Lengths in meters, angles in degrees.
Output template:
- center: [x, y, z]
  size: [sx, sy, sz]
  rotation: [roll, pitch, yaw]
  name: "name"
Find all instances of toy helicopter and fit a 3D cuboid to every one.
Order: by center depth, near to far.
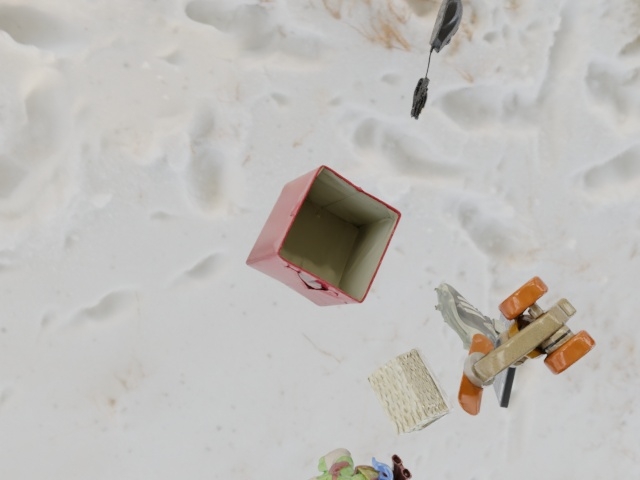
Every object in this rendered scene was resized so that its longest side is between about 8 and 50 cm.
- center: [0.341, 0.181, 1.385]
  size: [0.235, 0.140, 0.355]
  rotation: [-43, 166, 16]
  name: "toy helicopter"

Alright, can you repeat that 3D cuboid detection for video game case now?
- center: [0.495, 0.310, 2.160]
  size: [0.026, 0.274, 0.196]
  rotation: [10, 100, 5]
  name: "video game case"

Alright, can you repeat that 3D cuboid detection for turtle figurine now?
- center: [0.038, 0.476, 1.378]
  size: [0.198, 0.266, 0.274]
  rotation: [12, 88, -1]
  name: "turtle figurine"

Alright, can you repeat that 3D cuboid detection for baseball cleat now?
- center: [0.326, 0.170, 1.723]
  size: [0.109, 0.206, 0.072]
  rotation: [-5, 136, -22]
  name: "baseball cleat"

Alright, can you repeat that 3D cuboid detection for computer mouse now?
- center: [0.211, -0.328, 1.437]
  size: [0.041, 0.071, 0.242]
  rotation: [18, 89, -7]
  name: "computer mouse"

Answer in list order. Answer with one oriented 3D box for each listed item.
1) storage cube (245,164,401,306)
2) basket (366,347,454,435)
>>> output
- center: [0.000, 0.000, 1.486]
  size: [0.184, 0.193, 0.215]
  rotation: [30, 74, -17]
  name: "storage cube"
- center: [0.197, 0.340, 1.790]
  size: [0.113, 0.167, 0.103]
  rotation: [-41, 158, 31]
  name: "basket"
